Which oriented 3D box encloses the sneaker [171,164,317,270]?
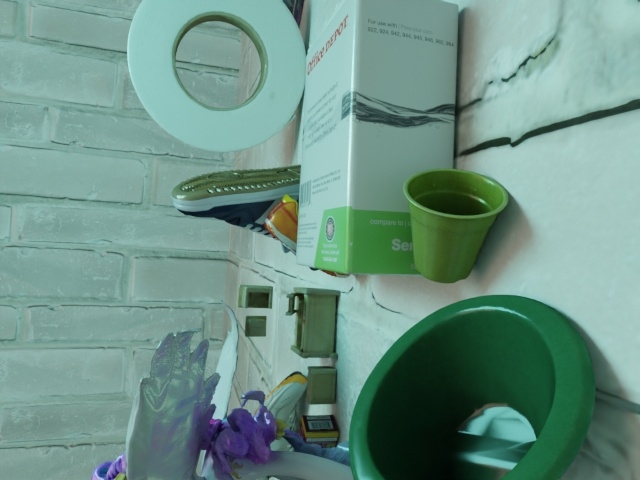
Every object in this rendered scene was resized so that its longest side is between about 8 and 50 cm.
[{"bbox_3d":[-0.074,-0.025,0.721,0.099,0.282,0.153,32,126,48],"label":"sneaker"}]

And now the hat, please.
[{"bbox_3d":[0.136,0.175,0.366,0.208,0.183,0.173,-45,24,-7],"label":"hat"}]

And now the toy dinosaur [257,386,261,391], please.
[{"bbox_3d":[-0.104,0.409,1.120,0.211,0.064,0.112,-23,46,62],"label":"toy dinosaur"}]

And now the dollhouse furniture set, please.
[{"bbox_3d":[-0.063,0.168,0.808,0.101,0.161,0.181,168,106,-74],"label":"dollhouse furniture set"}]

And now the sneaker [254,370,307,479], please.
[{"bbox_3d":[-0.077,0.378,0.975,0.262,0.121,0.099,-59,-14,23],"label":"sneaker"}]

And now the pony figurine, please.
[{"bbox_3d":[-0.117,0.282,0.608,0.303,0.363,0.351,28,-98,-82],"label":"pony figurine"}]

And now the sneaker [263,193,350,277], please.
[{"bbox_3d":[0.000,0.000,0.680,0.067,0.175,0.064,-50,43,2],"label":"sneaker"}]

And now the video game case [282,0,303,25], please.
[{"bbox_3d":[-0.062,-0.665,1.238,0.196,0.026,0.274,-106,26,-50],"label":"video game case"}]

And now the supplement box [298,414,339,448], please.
[{"bbox_3d":[-0.006,0.323,0.774,0.043,0.055,0.083,-118,36,-64],"label":"supplement box"}]

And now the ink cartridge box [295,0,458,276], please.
[{"bbox_3d":[0.053,-0.102,0.548,0.198,0.115,0.272,-179,92,-74],"label":"ink cartridge box"}]

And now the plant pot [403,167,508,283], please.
[{"bbox_3d":[0.110,-0.008,0.418,0.083,0.083,0.079,-110,16,-55],"label":"plant pot"}]

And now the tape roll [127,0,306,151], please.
[{"bbox_3d":[-0.223,-0.393,1.091,0.072,0.392,0.392,-142,57,-70],"label":"tape roll"}]
